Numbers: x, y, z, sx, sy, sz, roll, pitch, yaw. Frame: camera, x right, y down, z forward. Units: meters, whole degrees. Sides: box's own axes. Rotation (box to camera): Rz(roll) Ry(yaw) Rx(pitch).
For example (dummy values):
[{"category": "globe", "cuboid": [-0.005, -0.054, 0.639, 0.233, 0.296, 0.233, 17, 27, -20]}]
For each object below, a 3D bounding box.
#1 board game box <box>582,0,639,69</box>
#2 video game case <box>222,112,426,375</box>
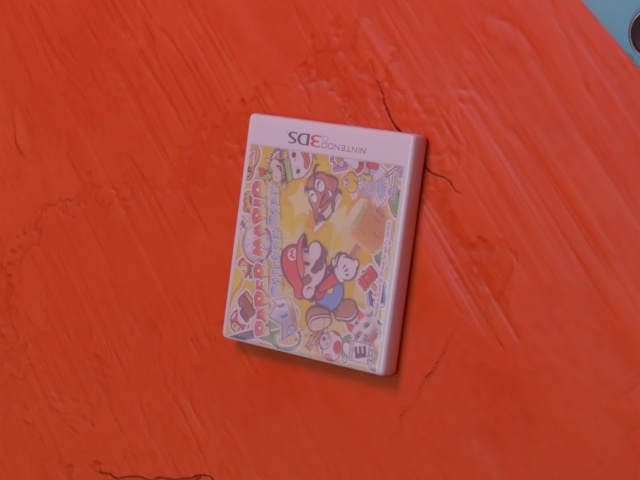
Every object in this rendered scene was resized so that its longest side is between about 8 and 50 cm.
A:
[{"category": "board game box", "cuboid": [0.275, -0.317, 1.417, 0.254, 0.079, 0.336, -46, 73, 29]}, {"category": "video game case", "cuboid": [0.000, 0.000, 1.704, 0.206, 0.026, 0.227, 11, 95, 39]}]
